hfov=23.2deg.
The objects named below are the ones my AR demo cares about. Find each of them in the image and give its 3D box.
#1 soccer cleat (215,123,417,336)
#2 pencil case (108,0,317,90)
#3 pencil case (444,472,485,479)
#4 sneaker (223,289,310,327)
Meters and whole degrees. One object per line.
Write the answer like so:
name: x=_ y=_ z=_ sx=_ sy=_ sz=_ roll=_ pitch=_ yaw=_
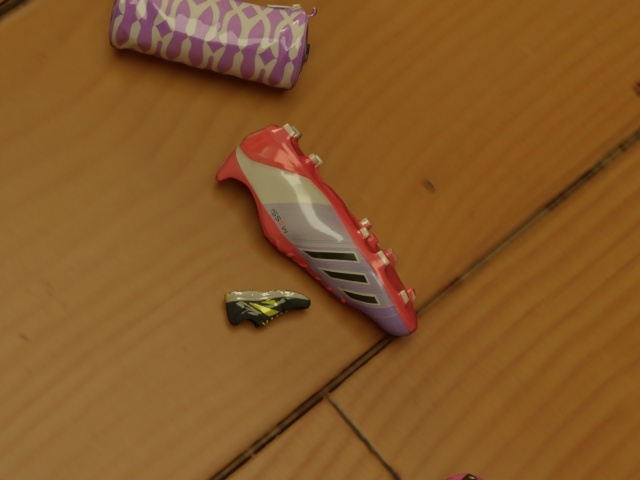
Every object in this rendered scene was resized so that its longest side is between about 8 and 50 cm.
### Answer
soccer cleat: x=0.000 y=0.000 z=1.503 sx=0.095 sy=0.083 sz=0.248 roll=-37 pitch=85 yaw=10
pencil case: x=-0.107 y=-0.211 z=1.541 sx=0.206 sy=0.086 sz=0.088 roll=12 pitch=103 yaw=-8
pencil case: x=0.089 y=0.300 z=1.400 sx=0.098 sy=0.095 sz=0.209 roll=40 pitch=65 yaw=22
sneaker: x=-0.051 y=0.066 z=1.489 sx=0.083 sy=0.031 sz=0.035 roll=0 pitch=84 yaw=-6
